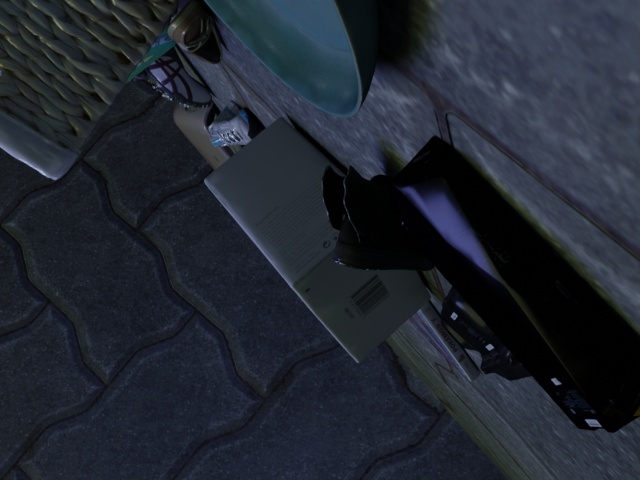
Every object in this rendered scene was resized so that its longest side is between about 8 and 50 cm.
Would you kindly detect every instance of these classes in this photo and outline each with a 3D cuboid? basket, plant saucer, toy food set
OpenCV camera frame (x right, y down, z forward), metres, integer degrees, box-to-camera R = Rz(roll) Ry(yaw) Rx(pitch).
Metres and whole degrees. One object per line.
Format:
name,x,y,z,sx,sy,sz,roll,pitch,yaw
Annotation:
basket,-0.381,-0.294,0.856,0.328,0.266,0.331,35,-172,-23
plant saucer,-0.066,-0.206,0.386,0.317,0.044,0.317,50,176,4
toy food set,-0.237,-0.241,1.792,0.306,0.092,0.220,51,165,-31

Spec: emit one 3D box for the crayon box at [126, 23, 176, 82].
crayon box,-0.424,-0.352,1.268,0.165,0.278,0.081,49,175,16

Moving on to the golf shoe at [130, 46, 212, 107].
golf shoe,-0.318,-0.359,1.421,0.273,0.120,0.105,21,-167,-47

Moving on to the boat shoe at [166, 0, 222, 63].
boat shoe,-0.146,-0.246,0.836,0.048,0.056,0.153,41,178,-5

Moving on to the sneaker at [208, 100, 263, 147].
sneaker,-0.154,-0.190,1.230,0.071,0.083,0.191,53,174,-25

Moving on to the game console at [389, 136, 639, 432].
game console,0.141,0.058,0.578,0.213,0.044,0.361,50,176,14

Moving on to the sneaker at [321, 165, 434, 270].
sneaker,0.061,-0.019,0.641,0.051,0.089,0.170,13,-172,41

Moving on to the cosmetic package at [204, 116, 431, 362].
cosmetic package,0.000,0.000,0.891,0.224,0.138,0.224,45,174,38

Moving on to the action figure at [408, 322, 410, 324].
action figure,0.145,0.126,1.288,0.038,0.030,0.115,58,170,-34

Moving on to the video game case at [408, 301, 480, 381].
video game case,0.156,0.118,1.107,0.183,0.023,0.201,52,175,-31
